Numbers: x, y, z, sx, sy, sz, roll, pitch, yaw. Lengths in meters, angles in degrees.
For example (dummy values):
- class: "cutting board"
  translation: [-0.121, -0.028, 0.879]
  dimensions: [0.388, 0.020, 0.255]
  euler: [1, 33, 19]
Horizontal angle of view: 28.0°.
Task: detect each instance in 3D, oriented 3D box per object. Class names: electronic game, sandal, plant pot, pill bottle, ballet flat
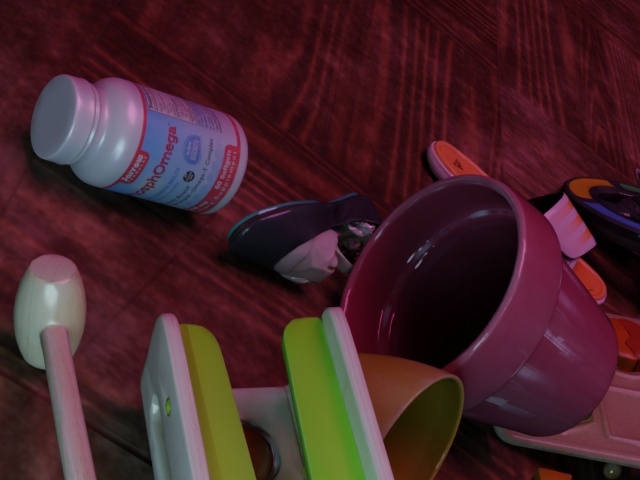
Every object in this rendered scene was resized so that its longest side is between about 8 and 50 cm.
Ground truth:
- class: "electronic game"
  translation: [0.409, -0.028, 1.596]
  dimensions: [0.229, 0.048, 0.229]
  euler: [15, 19, -5]
- class: "sandal"
  translation: [0.233, -0.030, 1.429]
  dimensions: [0.265, 0.076, 0.102]
  euler: [42, 30, -4]
- class: "plant pot"
  translation: [0.145, 0.071, 1.075]
  dimensions: [0.180, 0.201, 0.201]
  euler: [32, 31, -33]
- class: "pill bottle"
  translation: [-0.142, -0.078, 1.014]
  dimensions: [0.160, 0.087, 0.087]
  euler: [14, 41, -41]
- class: "plant pot"
  translation: [0.028, 0.135, 0.934]
  dimensions: [0.095, 0.134, 0.134]
  euler: [29, 21, 28]
- class: "ballet flat"
  translation: [0.000, 0.000, 1.113]
  dimensions: [0.074, 0.074, 0.203]
  euler: [52, 28, 14]

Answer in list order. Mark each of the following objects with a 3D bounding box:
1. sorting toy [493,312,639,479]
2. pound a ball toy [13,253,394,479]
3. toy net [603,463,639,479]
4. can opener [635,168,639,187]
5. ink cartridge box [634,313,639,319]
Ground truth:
- class: "sorting toy"
  translation: [0.262, 0.158, 1.204]
  dimensions: [0.229, 0.041, 0.307]
  euler: [15, 36, -11]
- class: "pound a ball toy"
  translation: [-0.072, 0.164, 0.785]
  dimensions: [0.208, 0.136, 0.319]
  euler: [-1, 48, -19]
- class: "toy net"
  translation: [0.325, 0.227, 1.248]
  dimensions: [0.122, 0.045, 0.232]
  euler: [25, 34, -29]
- class: "can opener"
  translation: [0.555, -0.047, 1.831]
  dimensions: [0.283, 0.095, 0.076]
  euler: [21, 37, -35]
- class: "ink cartridge box"
  translation: [0.414, 0.151, 1.371]
  dimensions: [0.128, 0.127, 0.176]
  euler: [28, 32, -25]
